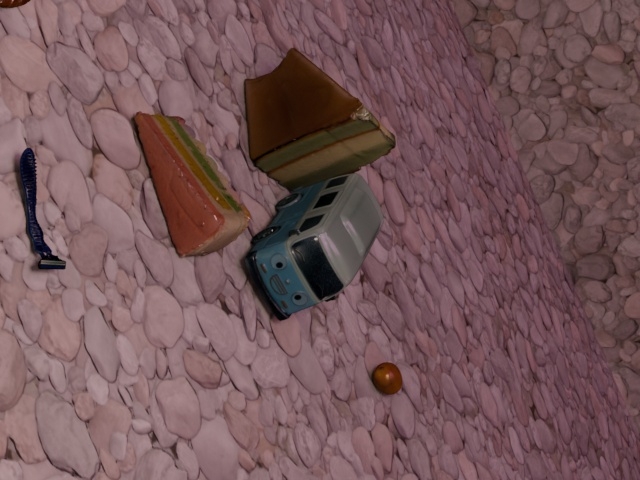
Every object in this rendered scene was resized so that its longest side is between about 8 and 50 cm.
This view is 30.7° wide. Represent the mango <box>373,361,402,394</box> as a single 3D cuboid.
[{"bbox_3d":[0.124,0.251,2.100,0.089,0.046,0.060,48,33,-60],"label":"mango"}]

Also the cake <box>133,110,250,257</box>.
[{"bbox_3d":[-0.184,-0.093,1.703,0.109,0.090,0.225,-13,83,-60],"label":"cake"}]

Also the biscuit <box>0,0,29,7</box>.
[{"bbox_3d":[-0.412,-0.372,1.527,0.126,0.025,0.206,53,31,-31],"label":"biscuit"}]

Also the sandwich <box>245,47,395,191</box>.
[{"bbox_3d":[0.002,-0.224,1.990,0.155,0.227,0.198,35,43,-50],"label":"sandwich"}]

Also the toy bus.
[{"bbox_3d":[0.000,0.000,1.897,0.133,0.165,0.271,61,27,-17],"label":"toy bus"}]

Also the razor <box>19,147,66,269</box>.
[{"bbox_3d":[-0.346,-0.037,1.414,0.044,0.028,0.154,1,72,-57],"label":"razor"}]
